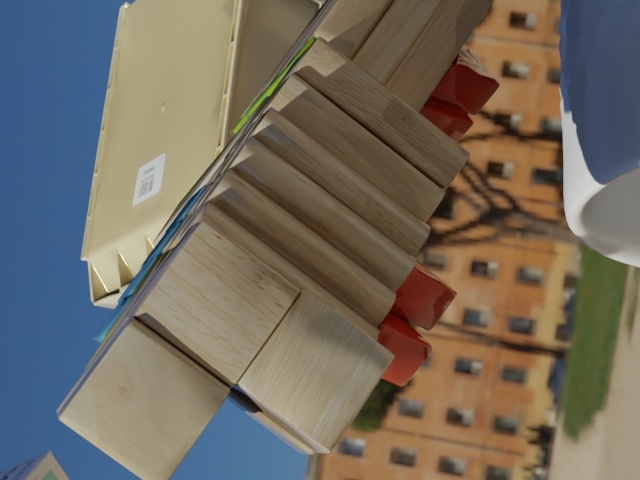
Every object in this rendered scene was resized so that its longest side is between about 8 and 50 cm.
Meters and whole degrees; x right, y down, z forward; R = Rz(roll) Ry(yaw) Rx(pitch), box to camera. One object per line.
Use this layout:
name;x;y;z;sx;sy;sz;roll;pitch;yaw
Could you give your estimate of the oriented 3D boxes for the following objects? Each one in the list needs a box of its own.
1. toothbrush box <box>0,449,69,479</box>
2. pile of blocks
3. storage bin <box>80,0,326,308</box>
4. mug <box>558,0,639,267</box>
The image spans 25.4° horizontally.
toothbrush box;-0.367;0.338;1.291;0.126;0.295;0.216;61;-155;-12
pile of blocks;0.000;0.000;0.620;0.149;0.112;0.362;-46;10;39
storage bin;-0.065;-0.084;1.055;0.262;0.123;0.260;-19;62;59
mug;0.312;-0.169;0.743;0.276;0.374;0.328;80;-169;-74
